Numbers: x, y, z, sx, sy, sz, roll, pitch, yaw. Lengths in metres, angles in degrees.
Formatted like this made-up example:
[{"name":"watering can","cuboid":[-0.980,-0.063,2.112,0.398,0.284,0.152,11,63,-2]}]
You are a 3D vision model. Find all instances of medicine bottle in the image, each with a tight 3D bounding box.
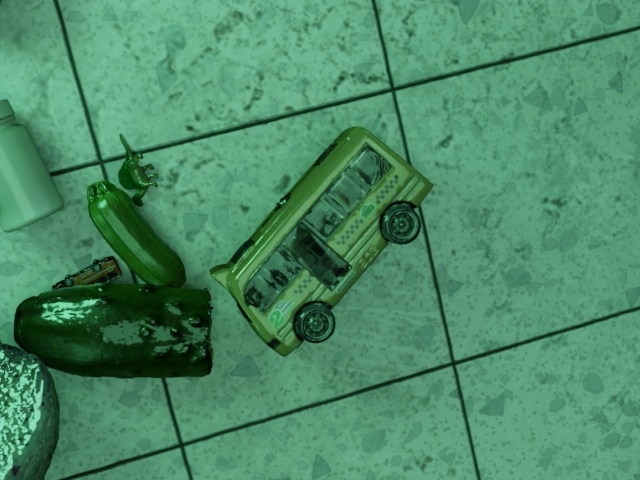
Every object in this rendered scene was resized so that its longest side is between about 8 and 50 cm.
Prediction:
[{"name":"medicine bottle","cuboid":[-0.479,-0.114,1.389,0.103,0.103,0.186,-25,102,-6]}]

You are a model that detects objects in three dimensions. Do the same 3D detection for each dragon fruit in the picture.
[{"name":"dragon fruit","cuboid":[-0.521,0.279,1.398,0.283,0.204,0.221,25,64,8]}]

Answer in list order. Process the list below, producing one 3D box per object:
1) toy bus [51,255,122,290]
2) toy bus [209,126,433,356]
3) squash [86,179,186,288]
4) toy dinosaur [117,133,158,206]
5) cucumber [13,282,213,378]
[{"name":"toy bus","cuboid":[-0.378,0.064,1.471,0.110,0.031,0.043,-28,109,-6]},{"name":"toy bus","cuboid":[0.000,0.000,1.465,0.202,0.177,0.365,41,86,-10]},{"name":"squash","cuboid":[-0.299,-0.003,1.456,0.077,0.068,0.219,-41,103,-23]},{"name":"toy dinosaur","cuboid":[-0.304,-0.114,1.464,0.060,0.029,0.119,-27,100,11]},{"name":"cucumber","cuboid":[-0.329,0.148,1.443,0.325,0.105,0.145,5,129,-8]}]
